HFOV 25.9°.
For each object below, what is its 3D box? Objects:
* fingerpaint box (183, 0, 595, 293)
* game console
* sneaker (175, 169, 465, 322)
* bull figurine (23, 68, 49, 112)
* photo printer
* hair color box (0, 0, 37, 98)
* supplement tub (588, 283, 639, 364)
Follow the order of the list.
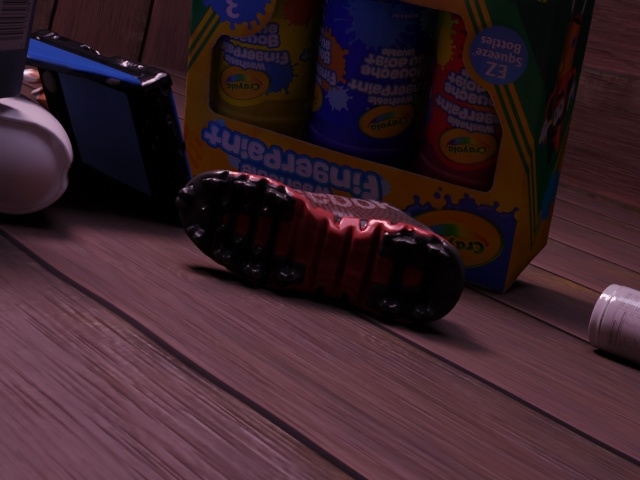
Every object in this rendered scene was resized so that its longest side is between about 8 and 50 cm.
[{"bbox_3d":[0.066,-0.187,1.638,0.445,0.371,0.163,19,29,21],"label":"fingerpaint box"},{"bbox_3d":[-0.295,-0.137,1.507,0.173,0.250,0.293,-26,31,-28],"label":"game console"},{"bbox_3d":[0.000,0.001,1.317,0.276,0.097,0.135,17,9,1],"label":"sneaker"},{"bbox_3d":[-0.333,-0.180,1.904,0.188,0.101,0.310,2,13,-40],"label":"bull figurine"},{"bbox_3d":[-0.394,-0.107,1.318,0.307,0.107,0.256,10,10,-28],"label":"photo printer"},{"bbox_3d":[-0.440,-0.257,1.227,0.374,0.185,0.113,15,12,9],"label":"hair color box"},{"bbox_3d":[0.326,0.090,1.367,0.107,0.071,0.071,20,11,34],"label":"supplement tub"}]
